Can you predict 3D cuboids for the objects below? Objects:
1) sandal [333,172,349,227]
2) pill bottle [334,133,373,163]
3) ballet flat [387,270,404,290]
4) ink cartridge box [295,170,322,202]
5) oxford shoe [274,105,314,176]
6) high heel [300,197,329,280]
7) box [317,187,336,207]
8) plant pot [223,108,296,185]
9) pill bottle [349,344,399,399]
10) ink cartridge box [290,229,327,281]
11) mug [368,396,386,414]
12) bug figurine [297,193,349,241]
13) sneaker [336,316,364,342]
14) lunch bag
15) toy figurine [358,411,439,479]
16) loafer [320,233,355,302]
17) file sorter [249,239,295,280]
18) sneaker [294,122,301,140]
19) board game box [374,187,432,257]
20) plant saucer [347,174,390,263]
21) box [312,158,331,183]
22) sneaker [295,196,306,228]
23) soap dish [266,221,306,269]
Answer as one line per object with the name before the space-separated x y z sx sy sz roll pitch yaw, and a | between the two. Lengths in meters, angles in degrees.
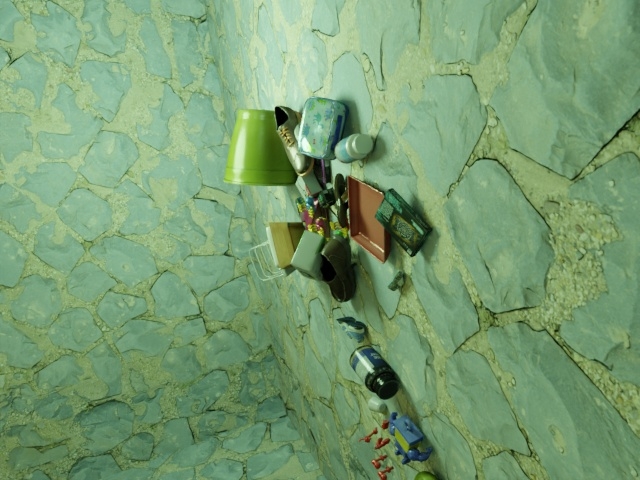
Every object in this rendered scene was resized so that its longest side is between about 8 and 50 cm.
sandal | 0.093 -0.154 1.755 0.090 0.060 0.219 42 -138 -59
pill bottle | 0.115 -0.317 1.572 0.160 0.087 0.087 -177 74 -70
ballet flat | 0.264 0.141 1.565 0.114 0.041 0.041 109 142 -57
ink cartridge box | -0.053 -0.242 2.062 0.109 0.063 0.150 61 166 4
oxford shoe | -0.129 -0.434 1.994 0.130 0.133 0.363 -35 58 28
high heel | 0.000 0.000 2.063 0.181 0.127 0.376 -23 85 64
box | 0.031 -0.179 1.930 0.083 0.062 0.052 126 126 -66
plant pot | -0.290 -0.462 2.265 0.366 0.367 0.352 -150 61 -64
pill bottle | 0.215 0.525 1.822 0.219 0.123 0.122 -137 38 -56
ink cartridge box | -0.032 0.069 1.905 0.212 0.093 0.154 61 -131 -70
mug | 0.253 0.710 1.965 0.064 0.078 0.062 -2 68 61
bug figurine | 0.032 -0.073 1.918 0.279 0.072 0.216 31 147 32
sneaker | 0.129 0.391 2.028 0.211 0.080 0.081 -163 64 -69
lunch bag | 0.009 -0.409 1.685 0.176 0.090 0.218 25 110 43
toy figurine | 0.304 0.755 1.662 0.362 0.192 0.217 -132 39 -51
loafer | 0.052 0.134 1.909 0.134 0.130 0.365 34 146 40
file sorter | -0.218 0.075 2.378 0.192 0.173 0.278 70 -156 -7
sneaker | -0.008 -0.429 1.855 0.281 0.105 0.115 44 130 44
board game box | 0.250 -0.055 1.404 0.186 0.026 0.126 52 144 26
plant saucer | 0.177 -0.083 1.623 0.258 0.048 0.258 -137 39 -57
box | -0.002 -0.319 1.978 0.162 0.029 0.115 -142 42 -58
sneaker | -0.069 -0.127 2.261 0.078 0.067 0.188 68 178 -67
soap dish | -0.133 0.013 2.244 0.291 0.118 0.228 -6 -99 -66
